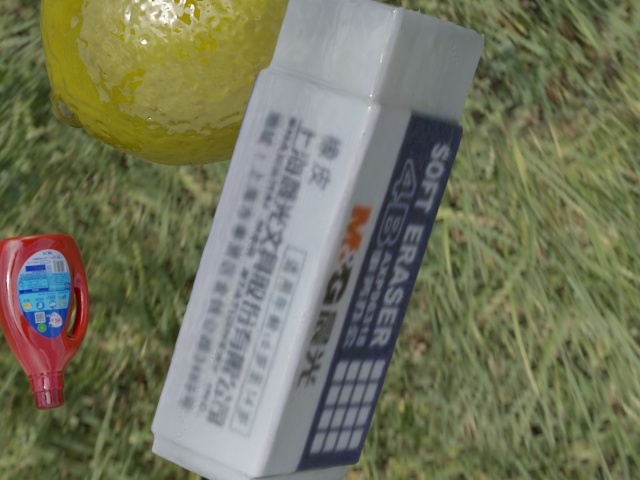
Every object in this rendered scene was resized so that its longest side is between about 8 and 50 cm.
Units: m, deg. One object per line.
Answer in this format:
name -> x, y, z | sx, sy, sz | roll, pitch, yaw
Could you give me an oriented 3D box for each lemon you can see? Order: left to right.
lemon -> -0.102, -0.188, 1.572 | 0.267, 0.267, 0.267 | 0, 105, 0

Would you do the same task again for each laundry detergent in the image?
laundry detergent -> -0.261, 0.078, 1.775 | 0.097, 0.049, 0.165 | -3, 83, -38

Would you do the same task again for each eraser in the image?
eraser -> 0.000, 0.000, 1.057 | 0.081, 0.124, 0.279 | 21, 97, 28
